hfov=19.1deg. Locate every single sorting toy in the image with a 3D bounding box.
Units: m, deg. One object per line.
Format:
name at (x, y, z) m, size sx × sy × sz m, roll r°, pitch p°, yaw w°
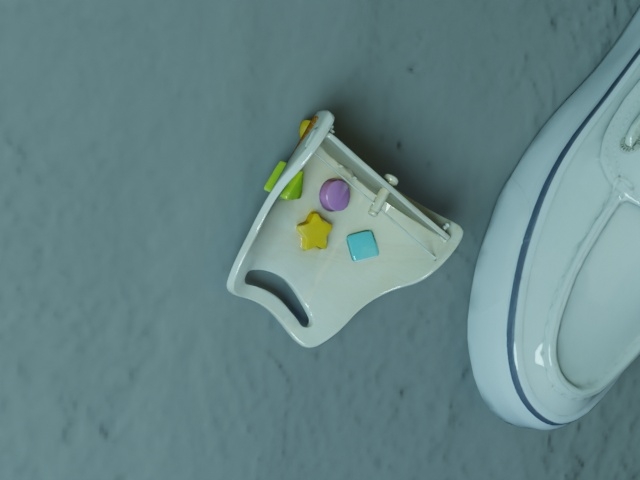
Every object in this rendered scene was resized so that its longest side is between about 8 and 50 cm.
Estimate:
sorting toy at (0.000, 0.000, 0.739) m, size 0.083 × 0.045 × 0.075 m, roll 40°, pitch 80°, yaw -33°

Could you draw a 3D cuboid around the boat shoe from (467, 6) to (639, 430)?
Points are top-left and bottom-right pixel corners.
boat shoe at (0.161, -0.032, 0.819) m, size 0.096 × 0.088 × 0.267 m, roll 48°, pitch 68°, yaw -31°
